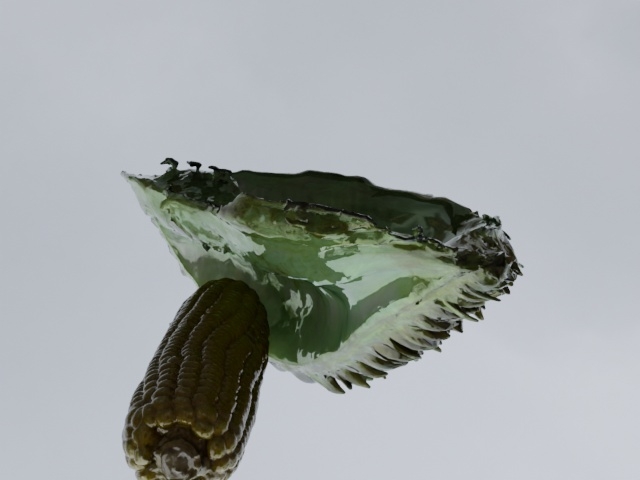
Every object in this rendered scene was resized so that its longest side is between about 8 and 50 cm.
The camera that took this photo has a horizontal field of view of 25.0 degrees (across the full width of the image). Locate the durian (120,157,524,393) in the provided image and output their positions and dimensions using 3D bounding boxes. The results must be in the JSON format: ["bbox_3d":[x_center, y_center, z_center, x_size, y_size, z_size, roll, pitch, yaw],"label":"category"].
[{"bbox_3d":[0.007,-0.008,0.973,0.163,0.198,0.394,-48,-155,-14],"label":"durian"}]

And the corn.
[{"bbox_3d":[-0.072,0.086,0.933,0.080,0.080,0.231,12,-158,2],"label":"corn"}]
